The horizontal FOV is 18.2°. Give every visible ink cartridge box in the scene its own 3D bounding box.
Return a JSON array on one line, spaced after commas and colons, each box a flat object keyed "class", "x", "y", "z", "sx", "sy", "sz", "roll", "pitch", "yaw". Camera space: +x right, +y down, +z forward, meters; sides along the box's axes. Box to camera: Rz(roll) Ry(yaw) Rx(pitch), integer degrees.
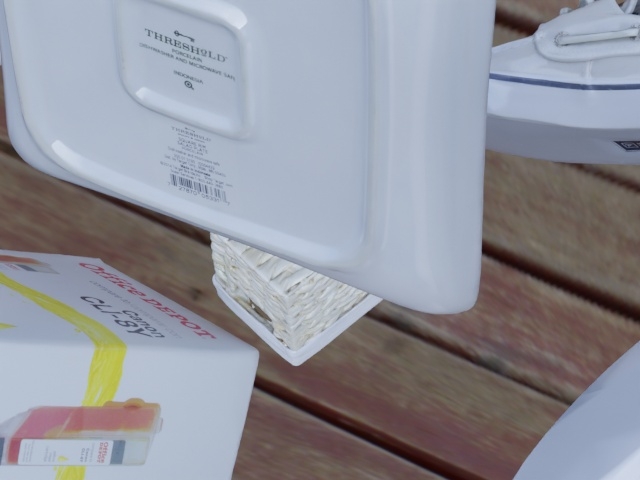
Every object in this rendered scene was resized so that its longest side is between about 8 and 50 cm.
[{"class": "ink cartridge box", "x": -0.288, "y": 0.111, "z": 1.669, "sx": 0.279, "sy": 0.384, "sz": 0.160, "roll": 26, "pitch": 105, "yaw": 49}]

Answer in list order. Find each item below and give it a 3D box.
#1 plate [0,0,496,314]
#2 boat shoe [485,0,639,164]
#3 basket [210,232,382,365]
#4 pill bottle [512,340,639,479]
[{"class": "plate", "x": -0.053, "y": -0.094, "z": 0.934, "sx": 0.277, "sy": 0.278, "sz": 0.045, "roll": 20, "pitch": 48, "yaw": 20}, {"class": "boat shoe", "x": 0.167, "y": -0.097, "z": 1.127, "sx": 0.267, "sy": 0.096, "sz": 0.088, "roll": 2, "pitch": 75, "yaw": 37}, {"class": "basket", "x": 0.000, "y": 0.000, "z": 1.660, "sx": 0.167, "sy": 0.103, "sz": 0.113, "roll": -39, "pitch": 62, "yaw": -17}, {"class": "pill bottle", "x": 0.193, "y": 0.148, "z": 0.676, "sx": 0.153, "sy": 0.153, "sz": 0.265, "roll": -43, "pitch": 92, "yaw": 3}]
